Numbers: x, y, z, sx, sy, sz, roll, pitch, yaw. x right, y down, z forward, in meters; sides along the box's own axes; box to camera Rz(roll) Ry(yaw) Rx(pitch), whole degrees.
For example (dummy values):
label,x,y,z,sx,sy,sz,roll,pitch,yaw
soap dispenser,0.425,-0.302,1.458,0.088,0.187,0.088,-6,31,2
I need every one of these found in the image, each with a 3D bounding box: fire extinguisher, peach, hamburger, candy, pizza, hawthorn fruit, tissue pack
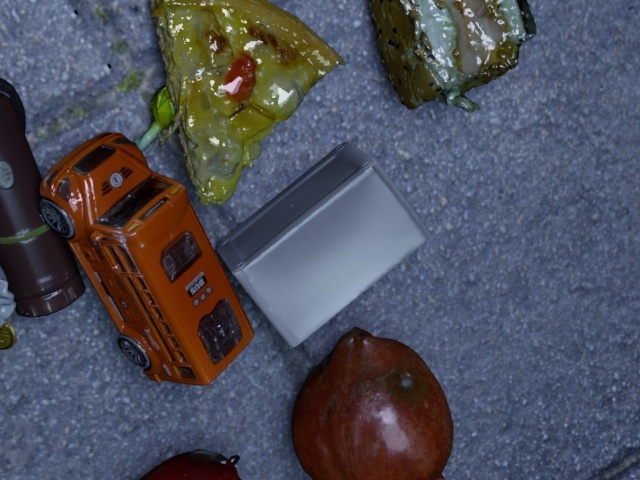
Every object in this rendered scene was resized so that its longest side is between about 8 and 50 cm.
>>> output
label,x,y,z,sx,sy,sz,roll,pitch,yaw
fire extinguisher,-0.410,-0.068,1.356,0.141,0.105,0.341,-18,114,-4
peach,0.073,0.244,1.540,0.232,0.232,0.257,-19,117,-11
hamburger,0.160,-0.303,1.431,0.167,0.192,0.288,-14,85,-19
candy,-0.234,-0.126,1.429,0.062,0.058,0.194,38,101,-12
pizza,-0.103,-0.180,1.390,0.279,0.075,0.288,11,80,-26
hawthorn fruit,-0.183,0.386,1.540,0.185,0.185,0.202,44,73,-24
tissue pack,-0.001,-0.001,1.478,0.246,0.159,0.136,-38,112,-3

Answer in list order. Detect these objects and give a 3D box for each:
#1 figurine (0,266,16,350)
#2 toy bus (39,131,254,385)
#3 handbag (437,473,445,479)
label,x,y,z,sx,sy,sz,roll,pitch,yaw
figurine,-0.453,0.036,1.296,0.143,0.143,0.271,-23,112,-10
toy bus,-0.216,0.025,1.381,0.143,0.153,0.329,-45,124,-35
handbag,0.097,0.428,1.696,0.190,0.063,0.127,-3,108,-21
